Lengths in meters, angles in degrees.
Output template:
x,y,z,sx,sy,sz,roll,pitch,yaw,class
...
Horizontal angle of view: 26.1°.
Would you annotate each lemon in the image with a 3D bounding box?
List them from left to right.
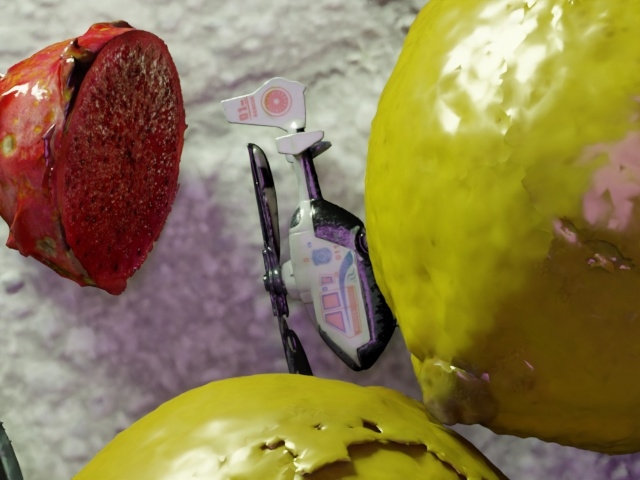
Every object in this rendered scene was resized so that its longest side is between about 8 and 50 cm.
x,y,z,sx,sy,sz,roll,pitch,yaw,class
-0.017,0.211,0.647,0.297,0.297,0.297,0,81,-2,lemon
0.153,-0.031,0.697,0.268,0.268,0.322,30,74,2,lemon

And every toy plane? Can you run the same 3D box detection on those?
x,y,z,sx,sy,sz,roll,pitch,yaw,class
0.001,-0.001,0.797,0.078,0.053,0.197,-15,86,5,toy plane

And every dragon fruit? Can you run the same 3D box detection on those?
x,y,z,sx,sy,sz,roll,pitch,yaw,class
-0.153,-0.054,0.763,0.110,0.153,0.153,7,81,17,dragon fruit

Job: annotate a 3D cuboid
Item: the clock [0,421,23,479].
x,y,z,sx,sy,sz,roll,pitch,yaw,class
-0.287,0.146,0.651,0.325,0.067,0.325,26,48,-32,clock
